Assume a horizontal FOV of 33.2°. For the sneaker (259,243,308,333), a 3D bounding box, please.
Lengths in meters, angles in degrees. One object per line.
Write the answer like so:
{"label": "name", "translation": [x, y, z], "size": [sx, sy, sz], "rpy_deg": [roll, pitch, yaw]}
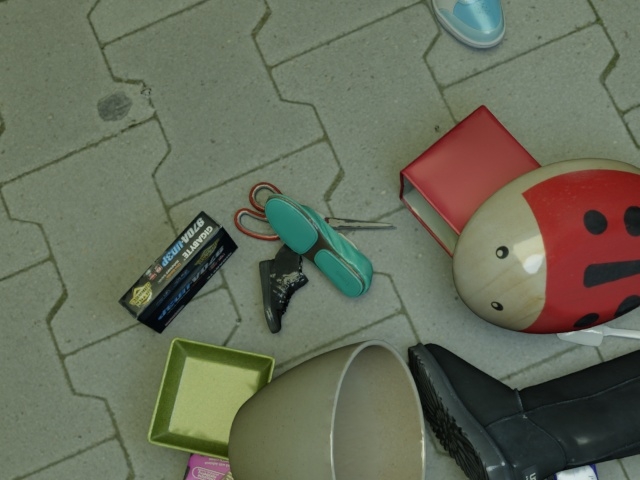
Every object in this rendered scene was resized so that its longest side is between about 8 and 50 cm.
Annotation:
{"label": "sneaker", "translation": [-0.062, 0.082, 1.966], "size": [0.089, 0.051, 0.170], "rpy_deg": [-11, 67, 4]}

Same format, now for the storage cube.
{"label": "storage cube", "translation": [0.274, -0.088, 1.912], "size": [0.193, 0.183, 0.215], "rpy_deg": [-40, 77, -6]}

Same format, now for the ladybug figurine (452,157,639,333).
{"label": "ladybug figurine", "translation": [0.440, 0.021, 1.791], "size": [0.449, 0.162, 0.305], "rpy_deg": [-13, 115, -21]}

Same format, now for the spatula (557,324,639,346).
{"label": "spatula", "translation": [0.552, 0.113, 1.931], "size": [0.242, 0.019, 0.168], "rpy_deg": [7, 73, 5]}

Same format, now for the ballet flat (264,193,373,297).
{"label": "ballet flat", "translation": [0.000, 0.000, 1.956], "size": [0.247, 0.087, 0.083], "rpy_deg": [44, 125, -3]}

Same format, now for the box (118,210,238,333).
{"label": "box", "translation": [-0.251, 0.060, 1.926], "size": [0.051, 0.175, 0.220], "rpy_deg": [41, 83, 13]}

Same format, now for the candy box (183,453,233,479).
{"label": "candy box", "translation": [-0.172, 0.476, 1.879], "size": [0.159, 0.071, 0.233], "rpy_deg": [13, 79, 7]}

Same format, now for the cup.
{"label": "cup", "translation": [-0.004, 0.332, 1.707], "size": [0.237, 0.331, 0.331], "rpy_deg": [-8, 75, 29]}

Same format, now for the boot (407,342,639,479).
{"label": "boot", "translation": [0.415, 0.247, 1.825], "size": [0.445, 0.146, 0.367], "rpy_deg": [-18, 38, -11]}

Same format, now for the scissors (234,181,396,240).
{"label": "scissors", "translation": [-0.013, -0.025, 2.008], "size": [0.297, 0.021, 0.109], "rpy_deg": [18, 78, 7]}

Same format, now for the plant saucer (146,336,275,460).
{"label": "plant saucer", "translation": [-0.184, 0.277, 1.846], "size": [0.188, 0.045, 0.188], "rpy_deg": [11, 76, 8]}

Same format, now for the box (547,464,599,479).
{"label": "box", "translation": [0.432, 0.443, 1.802], "size": [0.072, 0.137, 0.126], "rpy_deg": [-11, 77, 3]}

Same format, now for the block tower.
{"label": "block tower", "translation": [-0.050, 0.339, 1.890], "size": [0.336, 0.091, 0.097], "rpy_deg": [14, 78, 7]}

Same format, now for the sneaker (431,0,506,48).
{"label": "sneaker", "translation": [0.254, -0.523, 1.998], "size": [0.127, 0.208, 0.319], "rpy_deg": [-26, 77, -3]}
